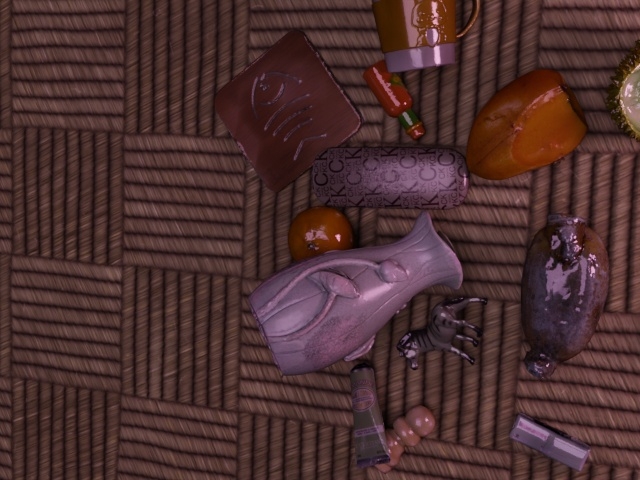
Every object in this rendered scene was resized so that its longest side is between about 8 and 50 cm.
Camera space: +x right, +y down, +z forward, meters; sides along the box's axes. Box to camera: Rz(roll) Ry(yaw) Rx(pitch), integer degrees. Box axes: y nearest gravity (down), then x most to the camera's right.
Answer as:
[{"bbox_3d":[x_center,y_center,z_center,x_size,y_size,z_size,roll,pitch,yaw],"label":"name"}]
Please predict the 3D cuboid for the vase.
[{"bbox_3d":[0.077,0.107,1.873,0.445,0.250,0.250,-26,87,-5],"label":"vase"}]

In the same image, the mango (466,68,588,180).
[{"bbox_3d":[0.407,-0.230,1.835,0.257,0.138,0.187,-26,103,23],"label":"mango"}]

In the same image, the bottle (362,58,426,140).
[{"bbox_3d":[0.168,-0.303,1.946,0.069,0.069,0.187,-34,86,19],"label":"bottle"}]

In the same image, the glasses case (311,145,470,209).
[{"bbox_3d":[0.151,-0.138,1.956,0.354,0.085,0.137,3,95,19],"label":"glasses case"}]

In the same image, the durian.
[{"bbox_3d":[0.663,-0.293,1.716,0.200,0.176,0.237,32,100,23],"label":"durian"}]

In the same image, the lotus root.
[{"bbox_3d":[0.495,0.114,1.829,0.174,0.175,0.350,12,103,18],"label":"lotus root"}]

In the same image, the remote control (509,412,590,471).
[{"bbox_3d":[0.495,0.436,1.925,0.166,0.029,0.065,24,104,16],"label":"remote control"}]

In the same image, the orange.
[{"bbox_3d":[0.000,0.000,2.003,0.156,0.124,0.156,2,97,20],"label":"orange"}]

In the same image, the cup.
[{"bbox_3d":[0.225,-0.475,1.866,0.241,0.185,0.226,-9,99,-11],"label":"cup"}]

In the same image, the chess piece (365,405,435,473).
[{"bbox_3d":[0.186,0.441,2.010,0.170,0.094,0.094,-38,83,11],"label":"chess piece"}]

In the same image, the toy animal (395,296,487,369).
[{"bbox_3d":[0.263,0.197,1.942,0.175,0.073,0.217,14,129,7],"label":"toy animal"}]

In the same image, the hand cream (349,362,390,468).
[{"bbox_3d":[0.105,0.387,2.002,0.086,0.055,0.235,-18,65,29],"label":"hand cream"}]

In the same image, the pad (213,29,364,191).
[{"bbox_3d":[-0.081,-0.298,2.056,0.286,0.018,0.284,-36,84,18],"label":"pad"}]
